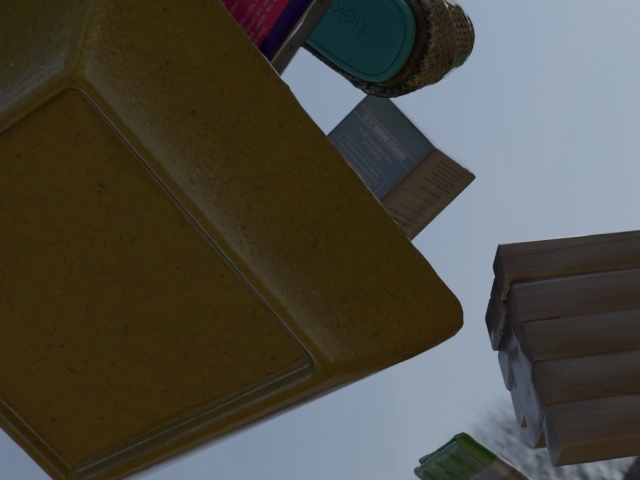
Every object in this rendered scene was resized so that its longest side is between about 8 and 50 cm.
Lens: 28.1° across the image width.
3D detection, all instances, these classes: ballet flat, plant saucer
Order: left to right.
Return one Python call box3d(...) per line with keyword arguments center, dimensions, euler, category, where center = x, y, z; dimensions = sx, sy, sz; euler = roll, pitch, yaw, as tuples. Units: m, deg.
box3d(center=(-0.138, 0.019, 0.783), dimensions=(0.333, 0.333, 0.081), euler=(-28, 23, 30), category="plant saucer")
box3d(center=(-0.040, -0.303, 1.343), dimensions=(0.182, 0.483, 0.164), euler=(-18, -41, -57), category="ballet flat")

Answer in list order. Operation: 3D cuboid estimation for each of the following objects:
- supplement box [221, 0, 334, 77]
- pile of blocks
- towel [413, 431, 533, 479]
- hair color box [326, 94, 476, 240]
box3d(center=(-0.109, -0.185, 0.819), dimensions=(0.114, 0.220, 0.111), euler=(-54, 0, 8), category="supplement box")
box3d(center=(0.239, 0.020, 0.645), dimensions=(0.362, 0.149, 0.113), euler=(-29, -29, -18), category="pile of blocks")
box3d(center=(0.150, 0.197, 0.952), dimensions=(0.023, 0.152, 0.113), euler=(-54, -1, -28), category="towel")
box3d(center=(0.000, 0.000, 1.561), dimensions=(0.374, 0.113, 0.185), euler=(-45, -22, 10), category="hair color box")
